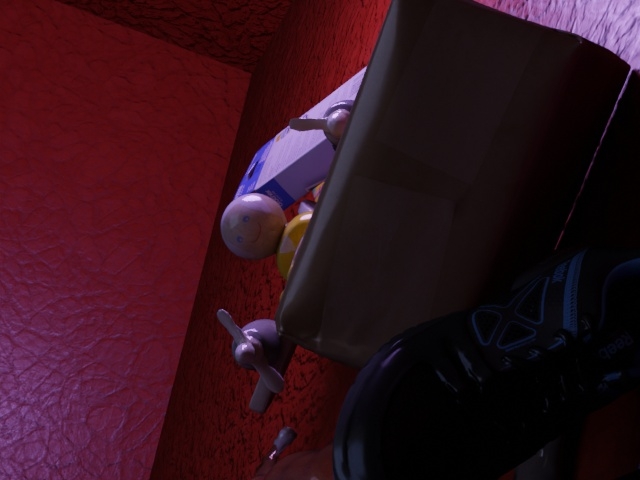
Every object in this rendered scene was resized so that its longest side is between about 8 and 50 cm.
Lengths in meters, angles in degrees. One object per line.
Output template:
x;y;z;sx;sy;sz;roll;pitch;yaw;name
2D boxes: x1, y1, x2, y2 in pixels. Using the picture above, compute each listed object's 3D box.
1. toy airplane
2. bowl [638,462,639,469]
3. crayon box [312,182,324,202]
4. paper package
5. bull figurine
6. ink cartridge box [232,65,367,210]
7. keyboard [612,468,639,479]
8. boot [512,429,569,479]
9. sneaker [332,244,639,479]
0.000;0.000;1.636;0.384;0.272;0.386;128;157;-57;toy airplane
0.290;0.145;0.665;0.391;0.077;0.391;-161;90;-78;bowl
0.062;-0.107;1.956;0.278;0.081;0.165;-106;38;-69;crayon box
0.130;-0.050;1.146;0.309;0.168;0.325;-8;-60;-69;paper package
0.011;0.280;1.460;0.310;0.101;0.188;-24;20;41;bull figurine
0.010;-0.154;1.850;0.311;0.065;0.186;-32;21;26;ink cartridge box
0.214;0.165;0.697;0.192;0.038;0.100;-39;26;47;keyboard
0.196;0.186;1.073;0.118;0.042;0.087;-170;101;-77;boot
0.149;0.092;0.923;0.341;0.125;0.140;-36;10;-30;sneaker
